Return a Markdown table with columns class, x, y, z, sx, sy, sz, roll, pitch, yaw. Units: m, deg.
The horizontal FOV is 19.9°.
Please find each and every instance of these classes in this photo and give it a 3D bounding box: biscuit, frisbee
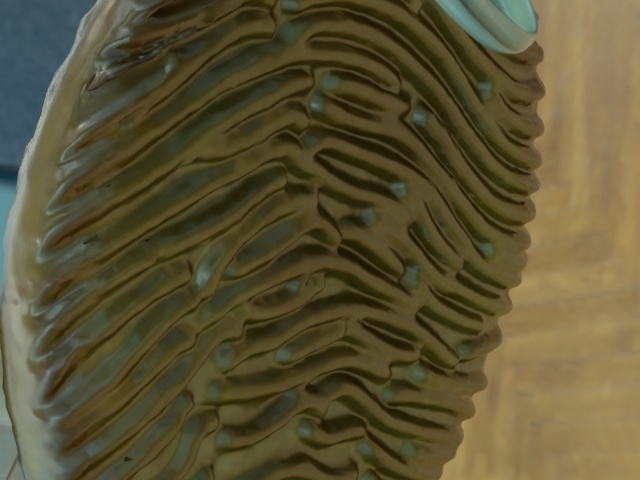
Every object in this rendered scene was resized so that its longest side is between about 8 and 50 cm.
| class | x | y | z | sx | sy | sz | roll | pitch | yaw |
| --- | --- | --- | --- | --- | --- | --- | --- | --- | --- |
| biscuit | 0.000 | 0.000 | 0.704 | 0.040 | 0.318 | 0.318 | 17 | 98 | 35 |
| frisbee | 0.028 | -0.100 | 0.520 | 0.014 | 0.110 | 0.110 | -32 | 46 | 17 |

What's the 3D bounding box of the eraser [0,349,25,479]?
| class | x | y | z | sx | sy | sz | roll | pitch | yaw |
| --- | --- | --- | --- | --- | --- | --- | --- | --- | --- |
| eraser | -0.246 | 0.104 | 0.849 | 0.124 | 0.279 | 0.081 | -62 | 39 | 21 |
